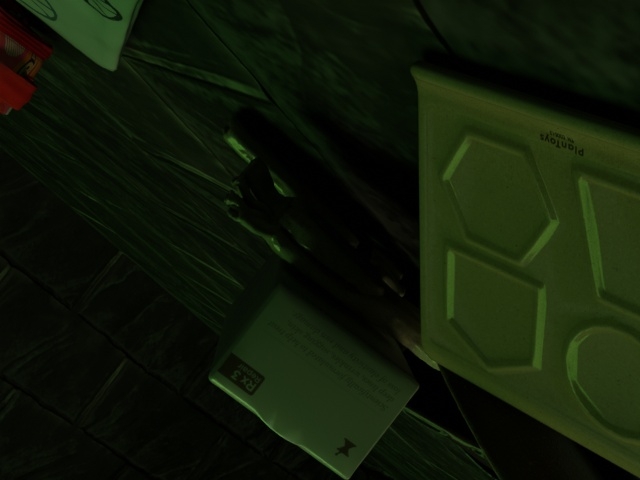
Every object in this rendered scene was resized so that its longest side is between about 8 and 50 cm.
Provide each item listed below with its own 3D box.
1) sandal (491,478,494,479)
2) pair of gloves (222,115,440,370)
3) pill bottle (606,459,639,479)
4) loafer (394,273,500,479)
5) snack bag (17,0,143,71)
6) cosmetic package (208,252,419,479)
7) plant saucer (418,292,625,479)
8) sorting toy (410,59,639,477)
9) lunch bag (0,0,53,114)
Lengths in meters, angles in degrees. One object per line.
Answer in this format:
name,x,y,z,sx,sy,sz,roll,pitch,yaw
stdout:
sandal,0.258,0.237,0.989,0.138,0.126,0.317,52,160,-14
pair of gloves,0.000,0.000,0.813,0.204,0.042,0.240,41,-172,-20
pill bottle,0.207,0.105,0.649,0.160,0.087,0.087,44,167,-33
loafer,0.092,0.105,0.918,0.302,0.109,0.095,38,176,6
snack bag,-0.255,-0.258,0.740,0.323,0.037,0.342,39,169,-11
cosmetic package,-0.008,0.076,0.770,0.117,0.085,0.231,37,-177,-7
plant saucer,0.179,0.151,0.742,0.310,0.050,0.310,51,-167,-17
sorting toy,0.127,0.019,0.536,0.193,0.038,0.208,27,137,42
lunch bag,-0.372,-0.215,0.971,0.258,0.120,0.293,38,179,2
